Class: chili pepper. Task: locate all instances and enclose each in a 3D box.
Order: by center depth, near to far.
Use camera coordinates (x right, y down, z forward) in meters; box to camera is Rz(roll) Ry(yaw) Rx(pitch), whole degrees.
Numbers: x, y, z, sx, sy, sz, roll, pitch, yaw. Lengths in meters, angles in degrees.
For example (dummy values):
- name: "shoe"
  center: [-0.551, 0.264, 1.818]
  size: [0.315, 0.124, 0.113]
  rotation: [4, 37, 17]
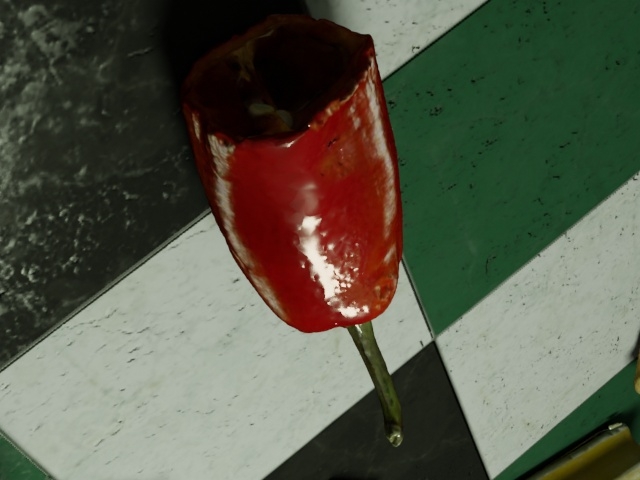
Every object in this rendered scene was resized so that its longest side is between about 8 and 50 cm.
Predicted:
- name: "chili pepper"
  center: [0.000, -0.004, 0.868]
  size: [0.134, 0.131, 0.338]
  rotation: [-55, 146, -30]

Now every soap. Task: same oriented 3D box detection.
- name: "soap"
  center: [0.308, 0.368, 1.534]
  size: [0.274, 0.089, 0.173]
  rotation: [-25, 139, -23]

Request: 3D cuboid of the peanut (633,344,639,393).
- name: "peanut"
  center: [0.472, 0.090, 1.420]
  size: [0.117, 0.101, 0.263]
  rotation: [26, 106, -31]
